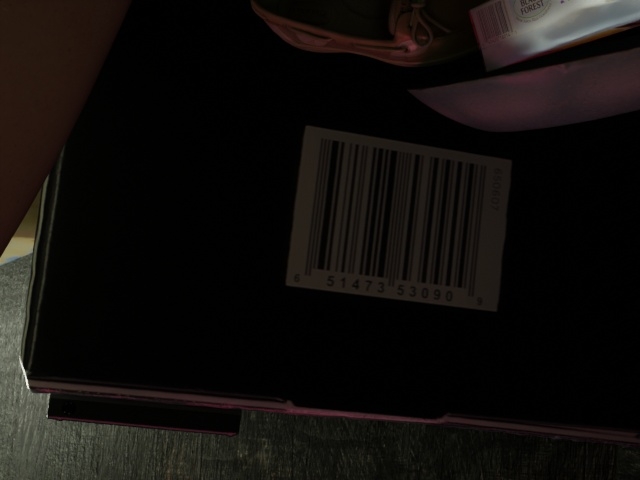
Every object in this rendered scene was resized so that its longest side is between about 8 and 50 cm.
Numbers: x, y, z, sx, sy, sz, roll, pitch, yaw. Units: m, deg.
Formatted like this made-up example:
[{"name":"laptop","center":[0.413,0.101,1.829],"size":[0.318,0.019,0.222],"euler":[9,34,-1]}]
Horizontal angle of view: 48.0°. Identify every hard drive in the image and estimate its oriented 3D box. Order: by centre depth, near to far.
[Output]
[{"name":"hard drive","center":[-0.131,0.126,0.556],"size":[0.135,0.022,0.094],"euler":[8,176,-9]}]

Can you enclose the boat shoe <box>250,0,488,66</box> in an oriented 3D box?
[{"name":"boat shoe","center":[0.032,-0.138,0.427],"size":[0.153,0.056,0.048],"euler":[13,-175,26]}]

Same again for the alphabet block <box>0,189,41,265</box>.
[{"name":"alphabet block","center":[-0.368,-0.072,0.623],"size":[0.193,0.193,0.197],"euler":[-20,168,28]}]

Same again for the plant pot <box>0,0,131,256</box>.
[{"name":"plant pot","center":[-0.244,-0.040,0.325],"size":[0.257,0.273,0.256],"euler":[17,-179,0]}]

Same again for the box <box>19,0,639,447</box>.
[{"name":"box","center":[0.000,0.000,0.744],"size":[0.480,0.297,0.472],"euler":[8,174,-12]}]

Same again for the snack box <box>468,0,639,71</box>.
[{"name":"snack box","center":[0.152,-0.120,0.327],"size":[0.100,0.037,0.141],"euler":[-24,-170,-24]}]

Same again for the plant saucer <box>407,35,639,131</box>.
[{"name":"plant saucer","center":[0.152,-0.095,0.434],"size":[0.195,0.037,0.195],"euler":[-13,-168,3]}]
